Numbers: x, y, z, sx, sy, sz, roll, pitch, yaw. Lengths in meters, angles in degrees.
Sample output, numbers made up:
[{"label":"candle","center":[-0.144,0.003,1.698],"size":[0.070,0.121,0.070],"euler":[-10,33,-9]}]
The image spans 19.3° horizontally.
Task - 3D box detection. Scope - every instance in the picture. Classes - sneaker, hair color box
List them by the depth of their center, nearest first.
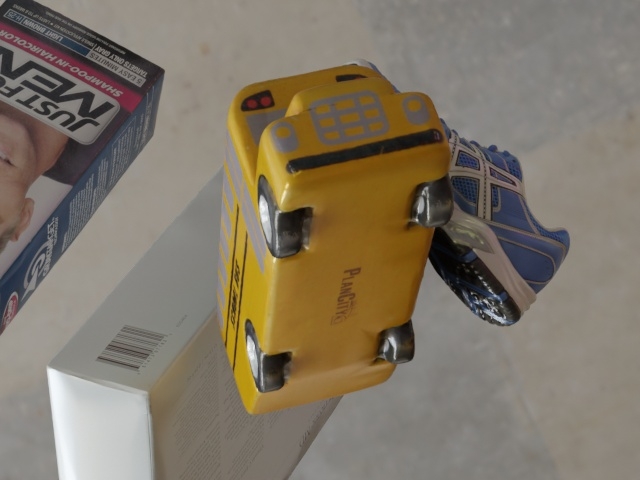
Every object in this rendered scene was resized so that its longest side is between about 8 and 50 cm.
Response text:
[{"label":"sneaker","center":[0.086,-0.043,1.298],"size":[0.081,0.211,0.080],"euler":[-39,-176,-19]},{"label":"hair color box","center":[-0.301,-0.057,1.711],"size":[0.347,0.174,0.105],"euler":[-58,171,-37]}]

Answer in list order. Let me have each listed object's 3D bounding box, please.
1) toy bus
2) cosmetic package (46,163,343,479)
[{"label":"toy bus","center":[0.000,0.000,1.201],"size":[0.108,0.130,0.333],"euler":[-12,151,-12]},{"label":"cosmetic package","center":[-0.087,0.116,1.569],"size":[0.097,0.377,0.284],"euler":[13,127,20]}]
